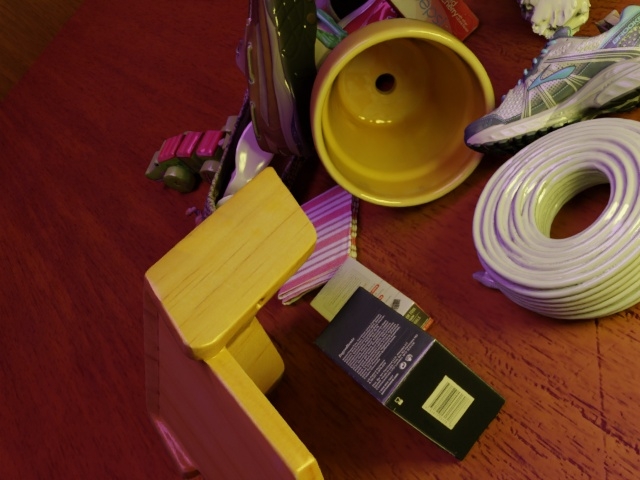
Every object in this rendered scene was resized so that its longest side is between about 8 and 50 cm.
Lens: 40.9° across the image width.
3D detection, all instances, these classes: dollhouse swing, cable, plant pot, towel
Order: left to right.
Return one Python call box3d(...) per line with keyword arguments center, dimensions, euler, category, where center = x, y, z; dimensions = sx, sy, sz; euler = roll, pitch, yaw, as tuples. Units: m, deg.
box3d(center=(-0.048, 0.169, 1.056), dimensions=(0.305, 0.347, 0.315), euler=(33, 54, 16), category="dollhouse swing")
box3d(center=(0.000, 0.000, 1.353), dimensions=(0.144, 0.029, 0.197), euler=(-26, 40, 30), category="towel")
box3d(center=(0.107, -0.209, 1.262), dimensions=(0.254, 0.254, 0.239), euler=(-39, 21, 14), category="plant pot")
box3d(center=(0.304, -0.031, 1.002), dimensions=(0.257, 0.089, 0.257), euler=(-52, 36, -3), category="cable")

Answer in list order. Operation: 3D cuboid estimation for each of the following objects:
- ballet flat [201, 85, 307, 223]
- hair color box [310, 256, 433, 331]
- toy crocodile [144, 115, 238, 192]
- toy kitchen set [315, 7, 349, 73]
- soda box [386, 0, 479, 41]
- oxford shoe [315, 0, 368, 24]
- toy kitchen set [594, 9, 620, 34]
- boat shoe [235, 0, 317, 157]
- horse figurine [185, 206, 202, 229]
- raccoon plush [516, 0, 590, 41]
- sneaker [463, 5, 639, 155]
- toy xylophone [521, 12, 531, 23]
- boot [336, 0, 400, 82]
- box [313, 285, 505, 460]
box3d(center=(-0.077, -0.201, 1.478), dimensions=(0.164, 0.182, 0.483), euler=(18, 66, 4), category="ballet flat")
box3d(center=(0.066, 0.098, 1.170), dimensions=(0.093, 0.053, 0.167), euler=(-50, 34, -2), category="hair color box")
box3d(center=(-0.241, -0.171, 1.693), dimensions=(0.340, 0.105, 0.115), euler=(-2, 57, 46), category="toy crocodile")
box3d(center=(-0.017, -0.377, 1.428), dimensions=(0.207, 0.166, 0.122), euler=(46, 112, 18), category="toy kitchen set")
box3d(center=(0.140, -0.413, 1.369), dimensions=(0.092, 0.263, 0.083), euler=(-43, 35, 11), category="soda box")
box3d(center=(0.155, -0.556, 1.571), dimensions=(0.449, 0.169, 0.130), euler=(-47, 32, 16), category="oxford shoe")
box3d(center=(0.412, -0.285, 1.118), dimensions=(0.075, 0.083, 0.068), euler=(-43, 37, 9), category="toy kitchen set")
box3d(center=(-0.076, -0.284, 1.309), dimensions=(0.120, 0.122, 0.324), euler=(-3, 98, 33), category="boat shoe")
box3d(center=(-0.221, 0.028, 1.528), dimensions=(0.174, 0.066, 0.263), euler=(10, 68, 56), category="horse figurine")
box3d(center=(0.254, -0.449, 1.264), dimensions=(0.216, 0.299, 0.446), euler=(-24, 80, 28), category="raccoon plush")
box3d(center=(0.308, -0.197, 1.094), dimensions=(0.283, 0.110, 0.122), euler=(-23, 74, 30), category="sneaker")
box3d(center=(0.389, -0.466, 1.250), dimensions=(0.323, 0.081, 0.236), euler=(-49, 34, 23), category="toy xylophone")
box3d(center=(0.140, -0.381, 1.502), dimensions=(0.244, 0.088, 0.176), euler=(-41, 41, 18), category="boot")
box3d(center=(0.102, 0.152, 0.995), dimensions=(0.093, 0.156, 0.158), euler=(-52, 36, -4), category="box")
